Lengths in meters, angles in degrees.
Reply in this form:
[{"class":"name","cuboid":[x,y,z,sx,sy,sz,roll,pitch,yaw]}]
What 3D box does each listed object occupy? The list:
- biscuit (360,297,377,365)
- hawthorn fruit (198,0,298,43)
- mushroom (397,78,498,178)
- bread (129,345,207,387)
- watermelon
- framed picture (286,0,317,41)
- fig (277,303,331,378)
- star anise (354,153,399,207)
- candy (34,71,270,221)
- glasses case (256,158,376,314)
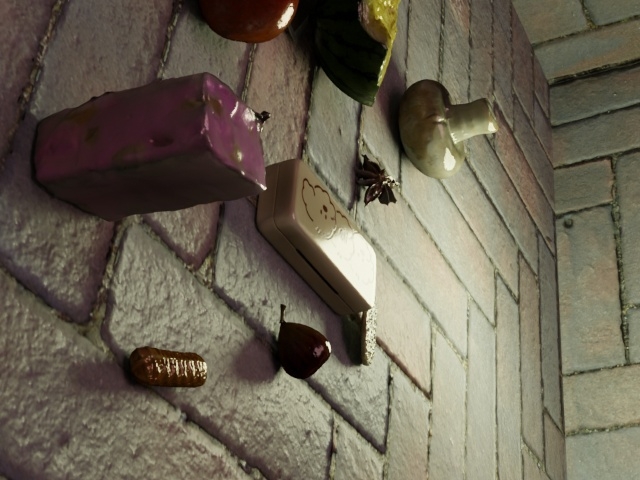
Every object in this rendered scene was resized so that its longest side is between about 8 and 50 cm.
[{"class":"biscuit","cuboid":[0.093,0.173,2.086,0.152,0.020,0.152,2,90,-80]},{"class":"hawthorn fruit","cuboid":[-0.117,-0.410,1.765,0.173,0.172,0.173,39,44,-54]},{"class":"mushroom","cuboid":[0.305,-0.277,2.551,0.243,0.243,0.244,39,44,-54]},{"class":"bread","cuboid":[-0.205,0.174,1.457,0.157,0.044,0.052,20,55,-63]},{"class":"watermelon","cuboid":[0.076,-0.451,2.161,0.331,0.189,0.331,-159,-90,-89]},{"class":"framed picture","cuboid":[-0.057,-0.541,2.143,0.217,0.017,0.274,67,27,-22]},{"class":"fig","cuboid":[-0.043,0.168,1.789,0.125,0.089,0.089,53,22,10]},{"class":"star anise","cuboid":[0.114,-0.114,2.270,0.124,0.056,0.129,39,43,-17]},{"class":"candy","cuboid":[-0.207,-0.113,1.326,0.155,0.265,0.116,32,54,-58]},{"class":"glasses case","cuboid":[0.000,0.000,1.942,0.336,0.076,0.144,48,38,-47]}]
